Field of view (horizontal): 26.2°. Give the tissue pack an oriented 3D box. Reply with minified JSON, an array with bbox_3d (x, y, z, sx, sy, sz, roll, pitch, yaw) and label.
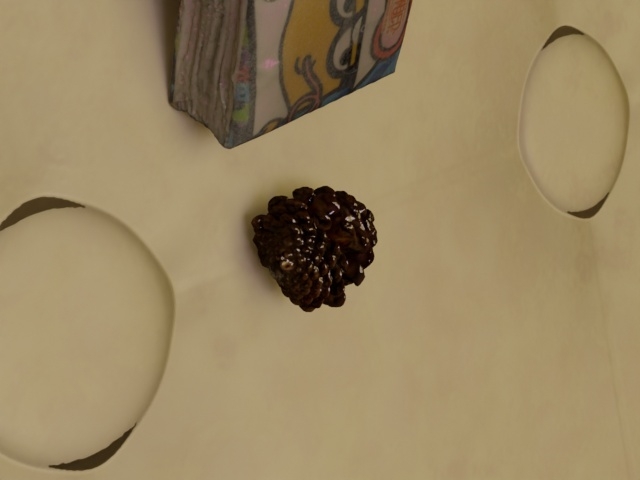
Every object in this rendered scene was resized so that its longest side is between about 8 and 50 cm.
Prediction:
[{"bbox_3d":[-0.011,-0.134,0.800,0.155,0.065,0.115,-27,143,-39],"label":"tissue pack"}]

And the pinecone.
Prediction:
[{"bbox_3d":[0.000,0.000,0.836,0.083,0.077,0.077,-42,119,-47],"label":"pinecone"}]
